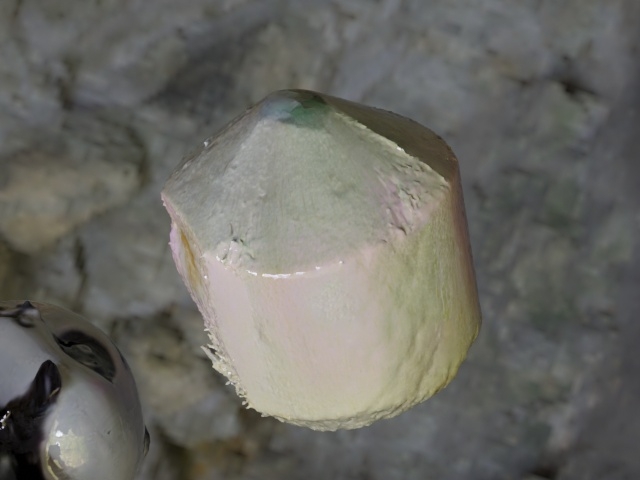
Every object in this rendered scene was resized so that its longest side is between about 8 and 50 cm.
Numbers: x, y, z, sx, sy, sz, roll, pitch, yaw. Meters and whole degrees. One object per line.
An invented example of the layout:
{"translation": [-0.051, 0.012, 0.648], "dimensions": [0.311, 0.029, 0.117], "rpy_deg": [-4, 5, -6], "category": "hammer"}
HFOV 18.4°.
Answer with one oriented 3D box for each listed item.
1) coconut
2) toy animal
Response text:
{"translation": [0.000, 0.000, 0.751], "dimensions": [0.116, 0.116, 0.122], "rpy_deg": [-78, -24, -57], "category": "coconut"}
{"translation": [-0.279, 0.180, 1.605], "dimensions": [0.310, 0.251, 0.251], "rpy_deg": [-44, -19, -47], "category": "toy animal"}
